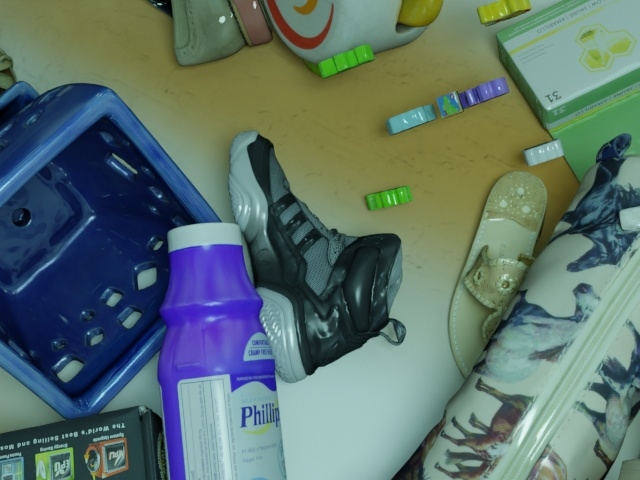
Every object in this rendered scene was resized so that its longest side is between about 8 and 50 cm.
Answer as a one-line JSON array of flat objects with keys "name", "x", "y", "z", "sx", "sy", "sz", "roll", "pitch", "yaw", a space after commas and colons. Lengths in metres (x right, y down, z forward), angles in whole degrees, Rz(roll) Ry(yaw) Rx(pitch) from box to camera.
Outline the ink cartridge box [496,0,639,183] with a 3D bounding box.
[{"name": "ink cartridge box", "x": 0.312, "y": -0.159, "z": 1.044, "sx": 0.171, "sy": 0.056, "sz": 0.235, "roll": -25, "pitch": 59, "yaw": 2}]

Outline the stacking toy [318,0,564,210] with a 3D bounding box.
[{"name": "stacking toy", "x": 0.127, "y": -0.137, "z": 1.020, "sx": 0.221, "sy": 0.052, "sz": 0.167, "roll": -17, "pitch": 93, "yaw": 13}]

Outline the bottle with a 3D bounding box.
[{"name": "bottle", "x": -0.088, "y": 0.128, "z": 0.873, "sx": 0.092, "sy": 0.118, "sz": 0.283, "roll": -9, "pitch": 81, "yaw": 18}]

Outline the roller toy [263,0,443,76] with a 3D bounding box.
[{"name": "roller toy", "x": 0.036, "y": -0.296, "z": 1.081, "sx": 0.146, "sy": 0.209, "sz": 0.191, "roll": -20, "pitch": 90, "yaw": -28}]

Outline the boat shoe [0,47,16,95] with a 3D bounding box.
[{"name": "boat shoe", "x": -0.406, "y": -0.175, "z": 1.147, "sx": 0.119, "sy": 0.122, "sz": 0.324, "roll": -4, "pitch": 69, "yaw": 1}]

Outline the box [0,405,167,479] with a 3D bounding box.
[{"name": "box", "x": -0.309, "y": 0.334, "z": 0.841, "sx": 0.394, "sy": 0.097, "sz": 0.318, "roll": -10, "pitch": 67, "yaw": 2}]

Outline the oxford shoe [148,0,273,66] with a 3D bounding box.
[{"name": "oxford shoe", "x": -0.174, "y": -0.357, "z": 1.203, "sx": 0.130, "sy": 0.123, "sz": 0.348, "roll": -25, "pitch": 59, "yaw": 1}]

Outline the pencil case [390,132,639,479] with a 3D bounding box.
[{"name": "pencil case", "x": 0.207, "y": 0.110, "z": 0.837, "sx": 0.160, "sy": 0.183, "sz": 0.410, "roll": 29, "pitch": 73, "yaw": 22}]

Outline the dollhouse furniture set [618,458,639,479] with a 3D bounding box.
[{"name": "dollhouse furniture set", "x": 0.403, "y": 0.214, "z": 0.622, "sx": 0.362, "sy": 0.256, "sz": 0.394, "roll": 30, "pitch": 64, "yaw": -17}]

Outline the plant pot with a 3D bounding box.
[{"name": "plant pot", "x": -0.260, "y": -0.004, "z": 0.946, "sx": 0.212, "sy": 0.236, "sz": 0.236, "roll": 22, "pitch": 64, "yaw": 47}]

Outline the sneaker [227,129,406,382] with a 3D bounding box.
[{"name": "sneaker", "x": 0.000, "y": 0.000, "z": 0.991, "sx": 0.153, "sy": 0.101, "sz": 0.269, "roll": -14, "pitch": 66, "yaw": 0}]

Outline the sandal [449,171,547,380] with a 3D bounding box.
[{"name": "sandal", "x": 0.174, "y": 0.025, "z": 0.957, "sx": 0.088, "sy": 0.079, "sz": 0.240, "roll": 9, "pitch": 63, "yaw": 13}]
